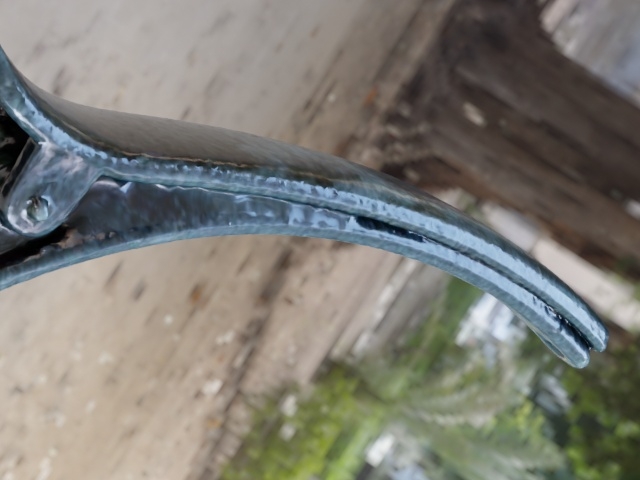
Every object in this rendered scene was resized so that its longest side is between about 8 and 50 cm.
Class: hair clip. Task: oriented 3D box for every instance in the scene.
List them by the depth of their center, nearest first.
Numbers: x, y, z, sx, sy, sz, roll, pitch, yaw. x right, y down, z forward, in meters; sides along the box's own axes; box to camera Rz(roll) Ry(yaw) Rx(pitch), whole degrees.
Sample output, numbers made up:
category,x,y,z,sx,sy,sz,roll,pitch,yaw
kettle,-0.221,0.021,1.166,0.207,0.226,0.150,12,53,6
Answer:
category,x,y,z,sx,sy,sz,roll,pitch,yaw
hair clip,0.000,0.000,0.439,0.229,0.039,0.070,12,107,-37
